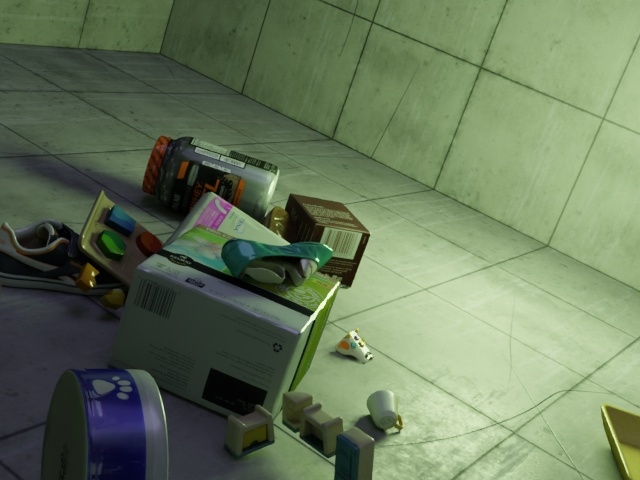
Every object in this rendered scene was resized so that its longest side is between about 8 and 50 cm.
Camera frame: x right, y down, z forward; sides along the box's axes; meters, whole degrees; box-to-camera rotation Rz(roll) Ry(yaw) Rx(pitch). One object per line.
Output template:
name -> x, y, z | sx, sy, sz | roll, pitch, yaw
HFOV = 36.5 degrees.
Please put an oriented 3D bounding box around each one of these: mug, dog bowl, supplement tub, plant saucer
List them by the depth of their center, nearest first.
dog bowl -> -0.294, 0.303, 1.298 | 0.104, 0.264, 0.265 | 7, 23, -27
mug -> 0.134, 0.341, 1.924 | 0.078, 0.062, 0.064 | 8, 29, -12
plant saucer -> 0.761, 0.502, 2.052 | 0.333, 0.080, 0.333 | 18, 19, -1
supplement tub -> -0.297, -0.156, 2.640 | 0.338, 0.207, 0.207 | 18, 19, -3

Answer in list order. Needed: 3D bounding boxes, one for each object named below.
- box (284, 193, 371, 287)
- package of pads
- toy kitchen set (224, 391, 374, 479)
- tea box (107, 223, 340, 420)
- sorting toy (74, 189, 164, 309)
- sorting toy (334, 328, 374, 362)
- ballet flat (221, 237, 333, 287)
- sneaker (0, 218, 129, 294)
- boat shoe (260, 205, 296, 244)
box -> 0.000, 0.000, 2.558 | 0.169, 0.167, 0.203 | 9, 21, -26
package of pads -> -0.190, 0.047, 2.165 | 0.297, 0.101, 0.229 | 34, 41, -4
toy kitchen set -> -0.039, 0.369, 1.651 | 0.166, 0.122, 0.207 | -16, 29, -35
tea box -> -0.175, 0.156, 1.884 | 0.329, 0.219, 0.323 | 22, 19, 7
sorting toy -> -0.413, 0.040, 2.055 | 0.229, 0.041, 0.307 | 45, 24, -23
sorting toy -> 0.086, 0.243, 2.188 | 0.075, 0.045, 0.083 | 45, 26, 12
ballet flat -> -0.073, 0.050, 1.841 | 0.247, 0.083, 0.087 | 5, 48, -36
sneaker -> -0.527, 0.034, 2.030 | 0.321, 0.127, 0.126 | 6, 22, -37
boat shoe -> -0.157, 0.045, 2.394 | 0.123, 0.123, 0.342 | 48, 30, -21
